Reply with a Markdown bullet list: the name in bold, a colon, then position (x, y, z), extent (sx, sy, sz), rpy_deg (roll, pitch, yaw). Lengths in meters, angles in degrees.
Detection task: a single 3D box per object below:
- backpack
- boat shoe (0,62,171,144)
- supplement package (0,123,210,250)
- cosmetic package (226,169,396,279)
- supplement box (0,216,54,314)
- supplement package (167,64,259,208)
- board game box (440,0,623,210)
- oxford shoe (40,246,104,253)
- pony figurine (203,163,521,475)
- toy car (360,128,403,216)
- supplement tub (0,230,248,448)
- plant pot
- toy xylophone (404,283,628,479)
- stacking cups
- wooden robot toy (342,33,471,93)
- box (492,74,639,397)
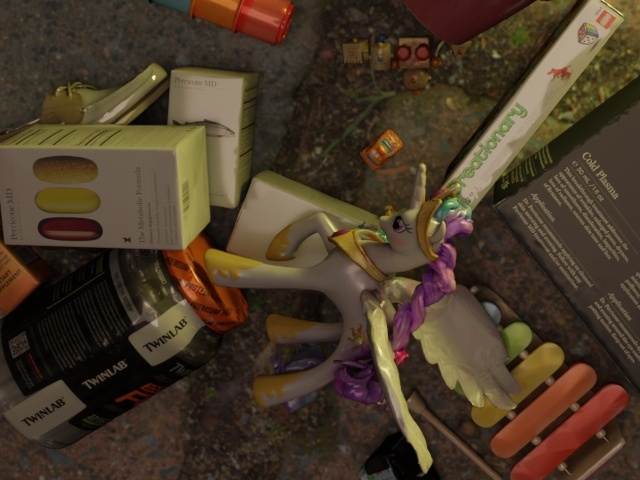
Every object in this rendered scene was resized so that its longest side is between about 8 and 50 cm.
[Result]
- **backpack**: position (0.116, 0.339, 1.945), extent (0.084, 0.105, 0.114), rpy_deg (-28, 98, 36)
- **boat shoe**: position (-0.343, -0.167, 1.899), extent (0.302, 0.113, 0.103), rpy_deg (-33, 97, 12)
- **supplement package**: position (-0.280, -0.072, 1.788), extent (0.244, 0.134, 0.139), rpy_deg (1, 107, 11)
- **cosmetic package**: position (0.000, 0.000, 1.899), extent (0.231, 0.085, 0.117), rpy_deg (24, 105, 5)
- **supplement box**: position (-0.496, -0.005, 1.975), extent (0.078, 0.080, 0.233), rpy_deg (-44, 91, 12)
- **supplement package**: position (-0.150, -0.144, 1.878), extent (0.105, 0.105, 0.179), rpy_deg (6, 102, 8)
- **board game box**: position (0.269, -0.183, 1.762), extent (0.053, 0.193, 0.305), rpy_deg (37, 104, -1)
- **oxford shoe**: position (-0.301, -0.032, 1.948), extent (0.227, 0.083, 0.096), rpy_deg (-6, 137, -1)
- **pony figurine**: position (0.066, 0.105, 1.752), extent (0.363, 0.303, 0.351), rpy_deg (-17, 97, 32)
- **toy car**: position (0.098, -0.088, 1.886), extent (0.060, 0.040, 0.122), rpy_deg (-22, 97, 12)
- **supplement tub**: position (-0.282, 0.127, 1.904), extent (0.338, 0.207, 0.207), rpy_deg (-32, 96, 14)
- **plant pot**: position (0.200, -0.355, 1.747), extent (0.201, 0.201, 0.180), rpy_deg (47, 119, -3)
- **toy xylophone**: position (0.259, 0.219, 1.906), extent (0.322, 0.081, 0.236), rpy_deg (38, 105, 0)
- **stacking cups**: position (-0.192, -0.345, 1.859), extent (0.316, 0.096, 0.096), rpy_deg (24, 104, -1)
- **wooden robot toy**: position (0.117, -0.232, 1.841), extent (0.173, 0.076, 0.079), rpy_deg (-1, 113, 9)
- **box**: position (0.448, -0.019, 1.777), extent (0.312, 0.179, 0.343), rpy_deg (-37, 95, 14)
